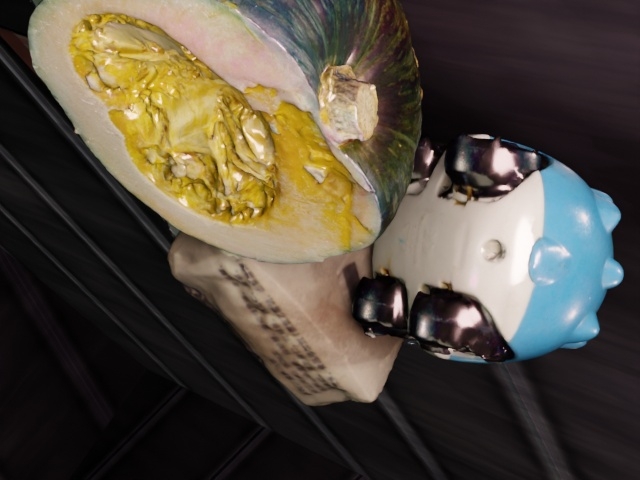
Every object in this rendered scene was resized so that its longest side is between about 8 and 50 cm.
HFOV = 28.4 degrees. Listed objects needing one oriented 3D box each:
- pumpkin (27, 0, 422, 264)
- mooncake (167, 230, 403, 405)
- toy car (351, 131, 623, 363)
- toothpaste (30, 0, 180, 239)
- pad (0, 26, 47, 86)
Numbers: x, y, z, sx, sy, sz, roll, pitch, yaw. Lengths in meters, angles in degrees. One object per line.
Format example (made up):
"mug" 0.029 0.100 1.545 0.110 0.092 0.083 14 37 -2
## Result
"pumpkin" -0.043 -0.143 0.974 0.263 0.197 0.293 5 142 34
"mooncake" -0.005 0.000 1.195 0.136 0.250 0.254 -10 131 43
"toy car" 0.149 0.011 1.064 0.190 0.188 0.255 11 178 -24
"toothpaste" -0.169 -0.129 1.256 0.081 0.067 0.336 -21 102 57
"pad" -0.308 -0.180 1.738 0.202 0.005 0.300 22 160 37
